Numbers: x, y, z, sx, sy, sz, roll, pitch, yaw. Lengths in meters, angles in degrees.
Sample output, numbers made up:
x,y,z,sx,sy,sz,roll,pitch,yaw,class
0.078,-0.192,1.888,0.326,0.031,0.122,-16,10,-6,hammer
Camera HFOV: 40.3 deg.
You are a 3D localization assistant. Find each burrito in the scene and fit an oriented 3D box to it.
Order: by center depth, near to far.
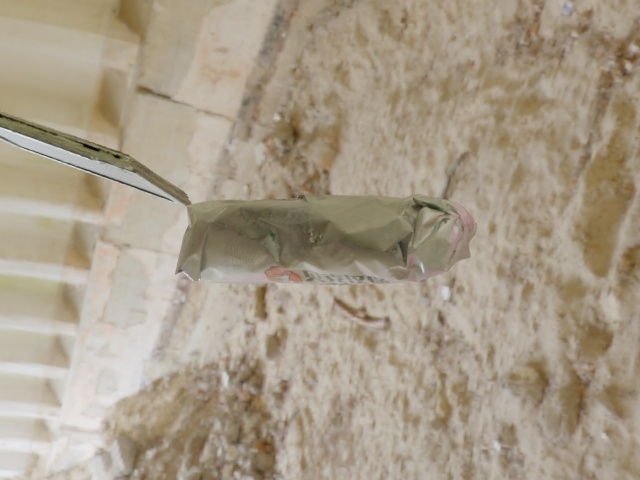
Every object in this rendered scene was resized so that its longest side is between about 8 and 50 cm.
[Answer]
x,y,z,sx,sy,sz,roll,pitch,yaw,class
0.000,-0.001,0.565,0.064,0.203,0.064,-2,-90,-66,burrito

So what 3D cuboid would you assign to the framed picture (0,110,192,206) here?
x,y,z,sx,sy,sz,roll,pitch,yaw,class
-0.256,-0.090,0.876,0.293,0.231,0.018,72,-142,-87,framed picture
